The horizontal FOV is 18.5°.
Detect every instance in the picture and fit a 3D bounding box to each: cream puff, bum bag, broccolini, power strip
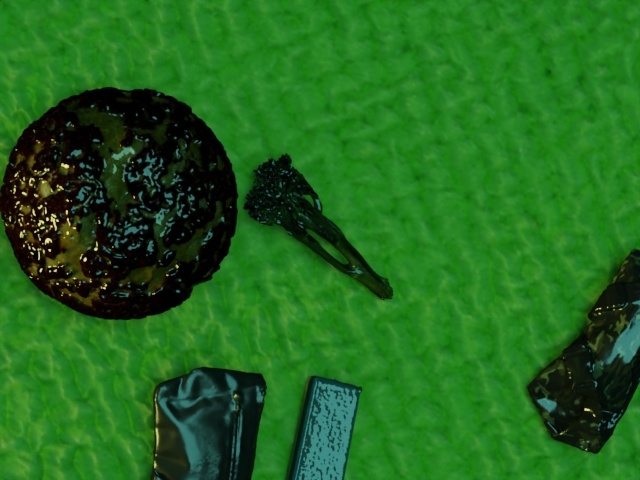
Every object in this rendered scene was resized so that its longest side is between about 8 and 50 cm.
[{"bbox_3d":[-0.195,-0.038,1.934,0.239,0.165,0.239,2,85,-18],"label":"cream puff"},{"bbox_3d":[0.323,0.113,2.125,0.102,0.069,0.248,36,82,13],"label":"bum bag"},{"bbox_3d":[-0.001,-0.004,2.060,0.074,0.058,0.201,-44,115,1],"label":"broccolini"},{"bbox_3d":[-0.119,0.252,1.998,0.123,0.060,0.248,4,88,-15],"label":"bum bag"},{"bbox_3d":[0.003,0.203,2.048,0.056,0.032,0.123,14,83,-15],"label":"power strip"}]
